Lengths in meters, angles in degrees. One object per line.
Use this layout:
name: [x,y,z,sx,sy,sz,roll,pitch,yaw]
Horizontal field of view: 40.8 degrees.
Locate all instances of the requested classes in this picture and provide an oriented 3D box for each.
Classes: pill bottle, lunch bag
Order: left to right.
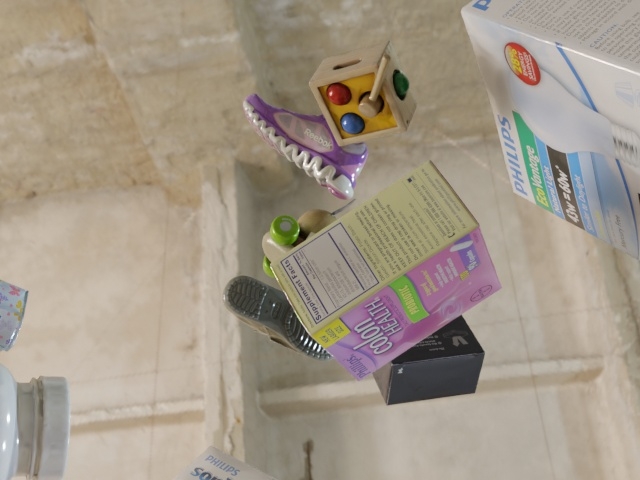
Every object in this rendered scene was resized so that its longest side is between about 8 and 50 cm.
pill bottle: [-0.238,0.116,0.521,0.160,0.087,0.087,4,-130,-23]
lunch bag: [-0.391,0.086,1.020,0.053,0.071,0.083,-41,-146,31]

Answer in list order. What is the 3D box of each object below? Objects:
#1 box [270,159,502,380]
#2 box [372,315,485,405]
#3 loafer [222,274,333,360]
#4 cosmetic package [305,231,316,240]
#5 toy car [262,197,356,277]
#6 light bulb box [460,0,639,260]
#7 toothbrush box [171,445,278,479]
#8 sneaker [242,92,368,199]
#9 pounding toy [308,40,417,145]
box: [0.094,0.048,1.125,0.243,0.213,0.117,-32,-120,2]
box: [0.158,0.172,1.390,0.156,0.093,0.158,-5,-145,-15]
loafer: [-0.071,0.136,1.552,0.251,0.087,0.094,33,-106,-19]
cosmetic package: [0.000,0.045,1.289,0.060,0.115,0.041,21,-128,9]
toy car: [0.000,0.000,1.605,0.188,0.155,0.149,-38,-106,-27]
light bulb box: [0.421,-0.185,1.157,0.225,0.358,0.361,-38,-140,-12]
toothbrush box: [-0.063,0.422,1.036,0.216,0.295,0.126,14,-140,42]
sneaker: [-0.018,-0.171,1.392,0.236,0.095,0.104,38,-92,8]
pounding toy: [0.067,-0.208,1.199,0.141,0.130,0.100,-9,-145,29]
